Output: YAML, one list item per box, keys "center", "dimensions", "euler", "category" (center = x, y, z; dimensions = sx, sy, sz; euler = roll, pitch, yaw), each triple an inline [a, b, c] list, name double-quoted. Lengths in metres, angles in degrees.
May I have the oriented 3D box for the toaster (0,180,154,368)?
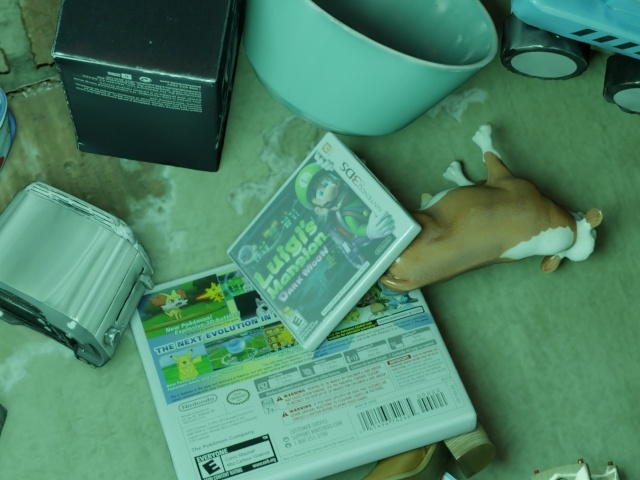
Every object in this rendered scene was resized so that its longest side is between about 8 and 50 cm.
- center: [-0.300, 0.032, 1.843]
  dimensions: [0.227, 0.129, 0.146]
  euler: [24, 70, 22]
  category: "toaster"

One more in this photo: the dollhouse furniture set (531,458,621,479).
- center: [0.244, 0.330, 1.824]
  dimensions: [0.184, 0.129, 0.129]
  euler: [-18, 74, 22]
  category: "dollhouse furniture set"

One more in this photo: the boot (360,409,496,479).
- center: [0.084, 0.233, 1.822]
  dimensions: [0.197, 0.073, 0.152]
  euler: [-24, 39, -12]
  category: "boot"

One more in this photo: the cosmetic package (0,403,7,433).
- center: [-0.430, 0.279, 1.774]
  dimensions: [0.107, 0.127, 0.238]
  euler: [12, 76, 0]
  category: "cosmetic package"

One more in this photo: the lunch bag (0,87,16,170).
- center: [-0.526, -0.114, 1.884]
  dimensions: [0.303, 0.115, 0.243]
  euler: [20, 77, 1]
  category: "lunch bag"

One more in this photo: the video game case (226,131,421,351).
- center: [0.000, 0.000, 1.828]
  dimensions: [0.190, 0.022, 0.173]
  euler: [-49, 55, 13]
  category: "video game case"

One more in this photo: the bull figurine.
- center: [0.177, -0.030, 1.887]
  dimensions: [0.310, 0.101, 0.188]
  euler: [-14, 53, -29]
  category: "bull figurine"

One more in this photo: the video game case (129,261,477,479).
- center: [-0.029, 0.135, 1.828]
  dimensions: [0.329, 0.036, 0.300]
  euler: [-17, 52, -8]
  category: "video game case"

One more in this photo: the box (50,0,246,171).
- center: [-0.175, -0.294, 1.851]
  dimensions: [0.179, 0.312, 0.343]
  euler: [9, 75, -2]
  category: "box"

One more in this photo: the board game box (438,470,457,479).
- center: [0.114, 0.303, 1.804]
  dimensions: [0.103, 0.026, 0.154]
  euler: [-42, 40, -13]
  category: "board game box"

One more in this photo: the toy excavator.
- center: [0.332, -0.346, 1.792]
  dimensions: [0.433, 0.445, 0.222]
  euler: [15, 73, -17]
  category: "toy excavator"

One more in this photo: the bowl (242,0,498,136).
- center: [0.033, -0.238, 1.888]
  dimensions: [0.312, 0.163, 0.311]
  euler: [22, 34, -16]
  category: "bowl"
